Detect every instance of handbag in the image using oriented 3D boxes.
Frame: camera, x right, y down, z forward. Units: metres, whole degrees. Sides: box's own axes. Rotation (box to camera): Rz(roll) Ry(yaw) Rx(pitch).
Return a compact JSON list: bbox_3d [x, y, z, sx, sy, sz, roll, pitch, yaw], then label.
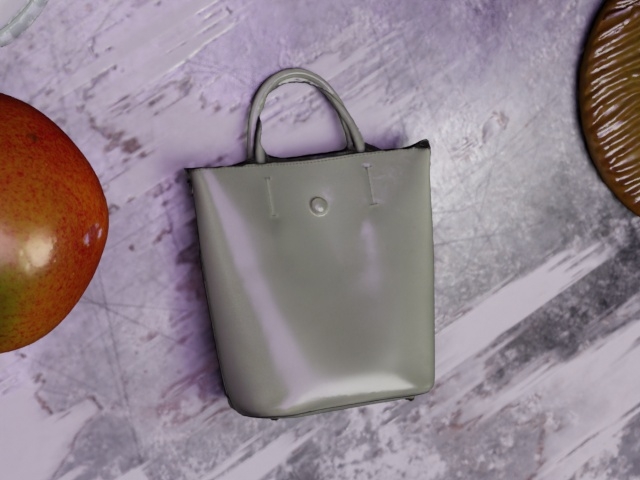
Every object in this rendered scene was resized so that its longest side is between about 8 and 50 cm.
[{"bbox_3d":[0.000,0.000,1.506,0.241,0.109,0.316,-7,98,-22],"label":"handbag"}]

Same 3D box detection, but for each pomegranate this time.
[{"bbox_3d":[-0.290,-0.005,1.307,0.220,0.257,0.221,9,127,13],"label":"pomegranate"}]

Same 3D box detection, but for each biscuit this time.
[{"bbox_3d":[0.405,-0.157,1.674,0.317,0.040,0.318,-4,101,-21],"label":"biscuit"}]

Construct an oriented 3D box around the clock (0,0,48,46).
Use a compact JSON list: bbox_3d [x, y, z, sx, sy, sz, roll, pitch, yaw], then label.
[{"bbox_3d":[-0.322,-0.258,1.355,0.236,0.053,0.237,-4,100,-22],"label":"clock"}]
